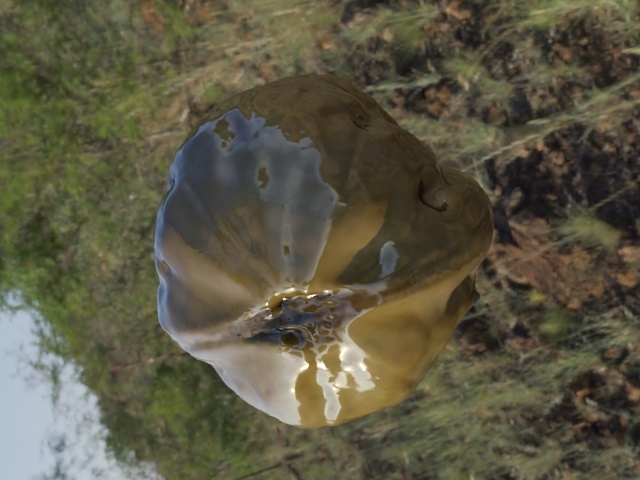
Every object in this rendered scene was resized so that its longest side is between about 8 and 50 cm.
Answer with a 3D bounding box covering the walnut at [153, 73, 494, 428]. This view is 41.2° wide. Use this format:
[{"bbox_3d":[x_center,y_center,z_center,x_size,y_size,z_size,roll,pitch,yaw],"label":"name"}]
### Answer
[{"bbox_3d":[-0.003,-0.002,0.898,0.383,0.383,0.384,165,90,-74],"label":"walnut"}]
